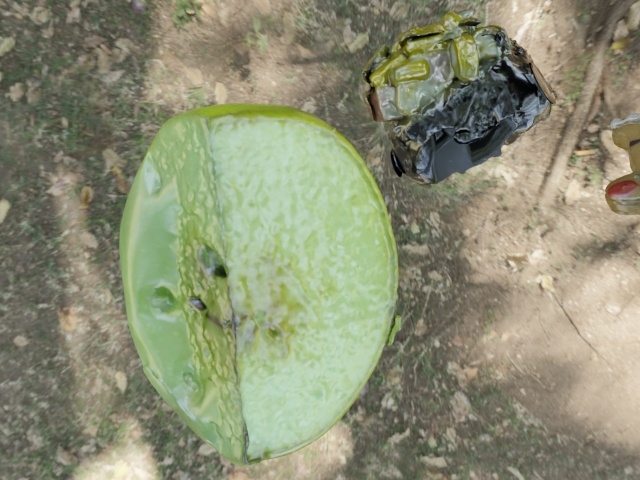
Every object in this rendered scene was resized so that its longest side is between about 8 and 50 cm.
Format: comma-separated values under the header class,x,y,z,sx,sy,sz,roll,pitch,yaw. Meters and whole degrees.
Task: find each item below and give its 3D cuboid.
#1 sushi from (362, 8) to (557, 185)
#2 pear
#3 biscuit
class,x,y,z,sx,sy,sz,roll,pitch,yaw
sushi,0.256,-0.297,1.314,0.328,0.328,0.285,-32,98,34
pear,-0.089,0.029,0.755,0.239,0.318,0.342,-10,99,-35
biscuit,0.477,-0.086,0.882,0.197,0.301,0.049,-9,132,32
